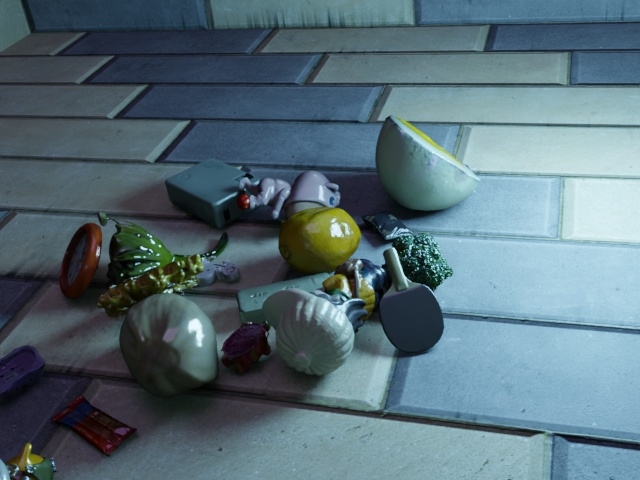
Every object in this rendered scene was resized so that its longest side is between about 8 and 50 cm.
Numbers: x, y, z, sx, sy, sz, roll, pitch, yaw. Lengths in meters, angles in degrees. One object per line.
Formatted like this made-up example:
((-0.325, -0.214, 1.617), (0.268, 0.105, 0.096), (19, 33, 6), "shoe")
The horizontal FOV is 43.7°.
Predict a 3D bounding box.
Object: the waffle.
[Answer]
((-0.400, 0.119, 1.896), (0.259, 0.069, 0.293), (-22, -7, -11), "waffle")

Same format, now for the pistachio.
((-0.328, 0.219, 1.745), (0.226, 0.208, 0.332), (28, 3, -26), "pistachio")

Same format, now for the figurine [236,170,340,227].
((-0.091, -0.106, 2.222), (0.287, 0.176, 0.186), (7, 75, -9), "figurine")

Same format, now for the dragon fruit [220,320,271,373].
((-0.162, 0.243, 1.791), (0.112, 0.068, 0.126), (-1, 44, 40), "dragon fruit")

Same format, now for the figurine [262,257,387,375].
((0.040, 0.167, 1.768), (0.332, 0.185, 0.204), (-21, 41, -35), "figurine")

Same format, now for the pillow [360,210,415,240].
((0.181, -0.041, 2.164), (0.090, 0.048, 0.150), (-21, 33, -15), "pillow")

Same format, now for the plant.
((-0.408, 0.025, 2.087), (0.333, 0.180, 0.251), (-7, 43, -5), "plant")

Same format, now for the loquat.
((0.000, 0.000, 2.023), (0.187, 0.176, 0.234), (24, 32, 38), "loquat")

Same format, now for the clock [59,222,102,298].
((-0.620, 0.053, 2.075), (0.051, 0.205, 0.205), (21, 17, -34), "clock")

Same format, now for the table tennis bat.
((0.191, 0.133, 1.795), (0.138, 0.022, 0.246), (-16, 71, -5), "table tennis bat")

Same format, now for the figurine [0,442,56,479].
((-0.561, 0.490, 1.481), (0.141, 0.166, 0.250), (12, 44, -43), "figurine")

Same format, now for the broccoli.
((0.224, 0.072, 1.906), (0.195, 0.156, 0.195), (-15, 61, 29), "broccoli")

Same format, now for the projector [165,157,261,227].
((-0.312, -0.142, 2.375), (0.192, 0.099, 0.256), (-33, 40, -32), "projector")

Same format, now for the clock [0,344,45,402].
((-0.694, 0.309, 1.804), (0.110, 0.050, 0.152), (21, 43, 36), "clock")

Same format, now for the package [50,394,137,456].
((-0.476, 0.385, 1.670), (0.200, 0.022, 0.083), (18, 40, 35), "package")

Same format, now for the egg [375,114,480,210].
((0.271, -0.186, 2.218), (0.337, 0.201, 0.337), (30, 14, -8), "egg")

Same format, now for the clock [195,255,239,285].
((-0.271, 0.079, 2.080), (0.129, 0.041, 0.087), (-4, 36, 14), "clock")

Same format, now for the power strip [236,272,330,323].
((-0.057, 0.138, 1.937), (0.288, 0.053, 0.093), (-13, 33, -6), "power strip")
